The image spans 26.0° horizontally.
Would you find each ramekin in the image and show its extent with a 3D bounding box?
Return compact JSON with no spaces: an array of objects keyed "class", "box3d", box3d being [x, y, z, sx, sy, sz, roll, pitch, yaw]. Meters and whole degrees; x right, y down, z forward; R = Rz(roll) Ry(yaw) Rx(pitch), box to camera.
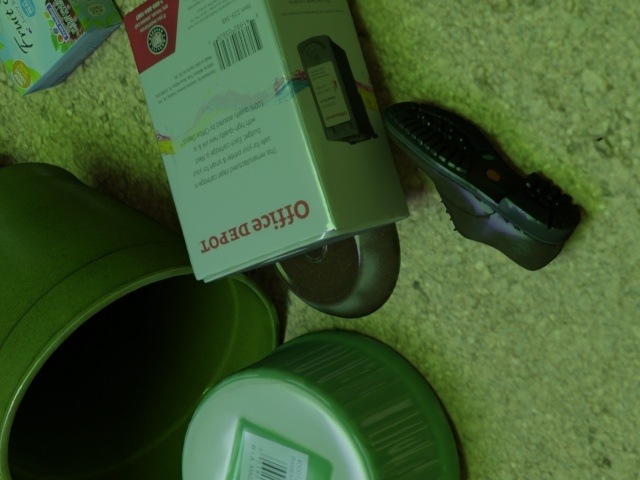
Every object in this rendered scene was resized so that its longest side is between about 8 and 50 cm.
[{"class":"ramekin","box3d":[-0.011,0.262,1.551,0.303,0.148,0.303,6,102,34]}]

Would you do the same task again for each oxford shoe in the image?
[{"class":"oxford shoe","box3d":[0.141,-0.050,1.364,0.227,0.083,0.096,43,137,22]}]

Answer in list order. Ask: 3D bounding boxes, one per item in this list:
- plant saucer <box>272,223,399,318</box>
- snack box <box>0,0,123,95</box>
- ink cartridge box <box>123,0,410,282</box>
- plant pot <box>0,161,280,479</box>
[{"class":"plant saucer","box3d":[0.000,0.000,1.549,0.199,0.036,0.198,19,121,35]},{"class":"snack box","box3d":[-0.355,-0.310,1.714,0.174,0.070,0.207,-31,86,46]},{"class":"ink cartridge box","box3d":[-0.061,-0.134,1.448,0.226,0.131,0.306,-19,87,45]},{"class":"plant pot","box3d":[-0.299,0.091,1.679,0.353,0.366,0.366,41,133,37]}]
